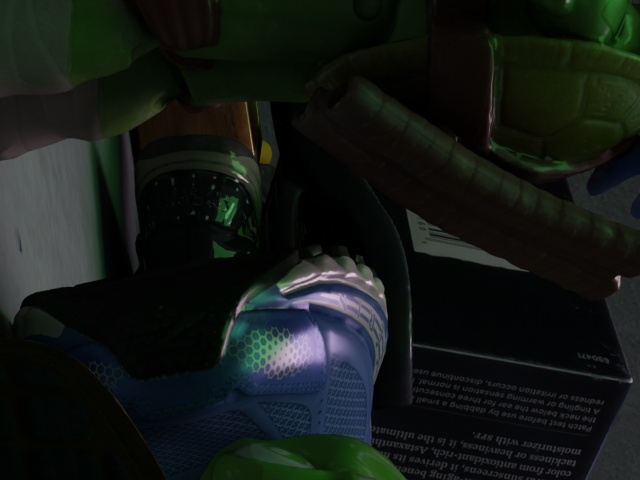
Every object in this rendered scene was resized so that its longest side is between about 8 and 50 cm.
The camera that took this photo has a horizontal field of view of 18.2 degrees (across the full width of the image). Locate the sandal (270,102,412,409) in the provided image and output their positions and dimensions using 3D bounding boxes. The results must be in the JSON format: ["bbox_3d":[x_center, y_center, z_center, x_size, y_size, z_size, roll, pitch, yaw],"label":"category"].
[{"bbox_3d":[0.000,0.000,1.051,0.254,0.054,0.097,-113,-166,-51],"label":"sandal"}]

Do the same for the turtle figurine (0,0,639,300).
[{"bbox_3d":[0.010,-0.121,0.630,0.198,0.266,0.275,-98,180,-64],"label":"turtle figurine"}]

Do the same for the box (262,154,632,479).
[{"bbox_3d":[0.046,0.094,1.279,0.296,0.182,0.294,-97,-158,-54],"label":"box"}]

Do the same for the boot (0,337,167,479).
[{"bbox_3d":[-0.067,0.133,0.435,0.106,0.082,0.219,114,-29,-46],"label":"boot"}]

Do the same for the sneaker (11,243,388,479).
[{"bbox_3d":[-0.027,0.114,0.710,0.330,0.129,0.147,81,-2,-61],"label":"sneaker"}]

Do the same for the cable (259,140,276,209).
[{"bbox_3d":[-0.090,-0.056,1.935,0.287,0.072,0.139,40,57,-71],"label":"cable"}]

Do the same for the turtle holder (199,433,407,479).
[{"bbox_3d":[0.051,0.228,0.538,0.227,0.243,0.320,57,46,-67],"label":"turtle holder"}]

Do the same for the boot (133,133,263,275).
[{"bbox_3d":[-0.055,0.082,1.023,0.236,0.085,0.179,82,5,-52],"label":"boot"}]

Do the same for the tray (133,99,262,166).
[{"bbox_3d":[-0.101,-0.248,1.233,0.203,0.076,0.411,-96,179,-81],"label":"tray"}]
